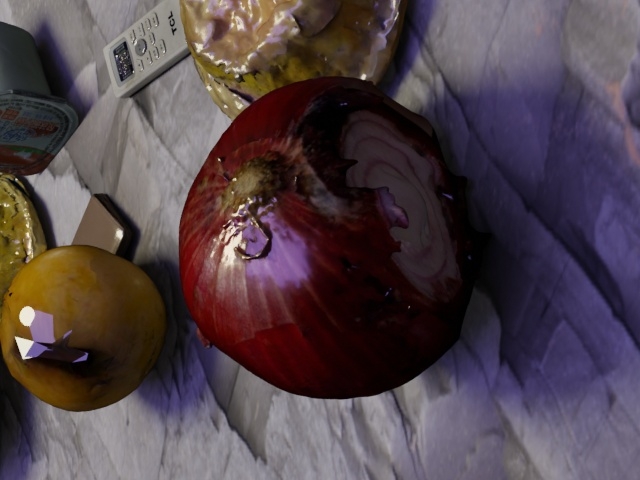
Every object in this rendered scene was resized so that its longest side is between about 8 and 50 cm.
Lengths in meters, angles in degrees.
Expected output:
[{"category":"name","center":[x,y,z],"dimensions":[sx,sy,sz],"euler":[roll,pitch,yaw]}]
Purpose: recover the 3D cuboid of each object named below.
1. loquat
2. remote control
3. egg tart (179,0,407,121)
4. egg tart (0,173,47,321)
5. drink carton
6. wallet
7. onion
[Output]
[{"category":"loquat","center":[-0.330,0.122,1.407],"dimensions":[0.235,0.235,0.234],"euler":[2,93,40]},{"category":"remote control","center":[-0.244,-0.282,1.448],"dimensions":[0.190,0.029,0.087],"euler":[-25,76,38]},{"category":"egg tart","center":[-0.059,-0.294,1.217],"dimensions":[0.352,0.150,0.351],"euler":[3,96,37]},{"category":"egg tart","center":[-0.566,0.013,1.683],"dimensions":[0.291,0.107,0.290],"euler":[2,93,40]},{"category":"drink carton","center":[-0.501,-0.233,1.589],"dimensions":[0.191,0.186,0.189],"euler":[-43,54,35]},{"category":"wallet","center":[-0.346,0.017,1.540],"dimensions":[0.118,0.039,0.152],"euler":[44,117,33]},{"category":"onion","center":[-0.003,0.005,1.063],"dimensions":[0.341,0.341,0.341],"euler":[2,93,40]}]
